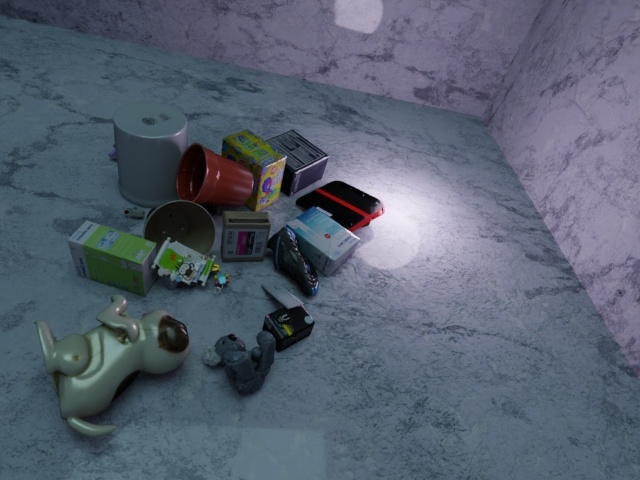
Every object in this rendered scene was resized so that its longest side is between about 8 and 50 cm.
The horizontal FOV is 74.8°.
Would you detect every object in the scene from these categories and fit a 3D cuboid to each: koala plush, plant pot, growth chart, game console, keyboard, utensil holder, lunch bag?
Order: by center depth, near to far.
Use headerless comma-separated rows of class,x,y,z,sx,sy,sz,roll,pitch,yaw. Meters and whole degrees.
koala plush,-0.296,0.411,1.480,0.221,0.203,0.196,20,30,33
growth chart,-0.544,0.092,1.674,0.237,0.021,0.172,28,55,-31
lunch bag,-0.590,0.147,1.692,0.053,0.071,0.083,26,43,10
keyboard,-0.160,0.220,1.719,0.072,0.014,0.256,-17,24,-27
plant pot,-0.608,-0.043,1.769,0.284,0.284,0.191,-11,18,-27
plant pot,-0.468,-0.273,1.895,0.265,0.272,0.272,9,38,-45
utensil holder,-0.783,-0.399,1.950,0.327,0.385,0.327,9,45,-9
game console,0.113,-0.187,2.222,0.386,0.060,0.342,31,47,33

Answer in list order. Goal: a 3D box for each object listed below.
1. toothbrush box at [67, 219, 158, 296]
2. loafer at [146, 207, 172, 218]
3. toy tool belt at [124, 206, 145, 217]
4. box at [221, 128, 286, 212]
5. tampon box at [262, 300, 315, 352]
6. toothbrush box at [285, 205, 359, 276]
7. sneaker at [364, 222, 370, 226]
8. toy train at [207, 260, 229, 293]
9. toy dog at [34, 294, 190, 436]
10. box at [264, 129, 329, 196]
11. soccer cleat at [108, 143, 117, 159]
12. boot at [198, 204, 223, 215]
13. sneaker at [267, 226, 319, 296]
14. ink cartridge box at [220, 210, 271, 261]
toothbrush box,-0.785,0.072,1.606,0.283,0.206,0.122,17,44,-1
loafer,-0.685,-0.131,1.933,0.220,0.080,0.078,-3,48,-21
toy tool belt,-0.846,-0.129,1.908,0.083,0.052,0.051,6,13,-17
box,-0.347,-0.350,2.113,0.279,0.290,0.177,37,47,20
tampon box,-0.126,0.334,1.637,0.161,0.101,0.120,-22,56,-34
toothbrush box,0.000,0.000,1.998,0.295,0.126,0.216,38,47,18
sneaker,0.171,-0.119,2.214,0.188,0.066,0.071,4,44,-15
toy train,-0.462,0.154,1.752,0.166,0.046,0.125,35,60,11
toy dog,-0.622,0.358,1.327,0.408,0.284,0.395,-17,54,-34
box,-0.166,-0.436,2.335,0.296,0.183,0.294,40,49,19
soccer cleat,-1.034,-0.511,2.203,0.095,0.083,0.248,4,48,-8
boot,-0.562,-0.236,2.056,0.178,0.085,0.236,4,61,-13
sneaker,-0.123,0.111,1.868,0.341,0.139,0.125,62,15,19
ink cartridge box,-0.329,-0.015,1.822,0.193,0.234,0.088,-2,46,-19
